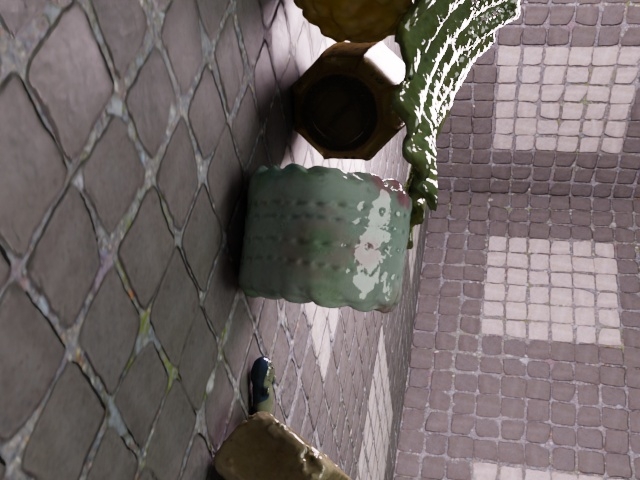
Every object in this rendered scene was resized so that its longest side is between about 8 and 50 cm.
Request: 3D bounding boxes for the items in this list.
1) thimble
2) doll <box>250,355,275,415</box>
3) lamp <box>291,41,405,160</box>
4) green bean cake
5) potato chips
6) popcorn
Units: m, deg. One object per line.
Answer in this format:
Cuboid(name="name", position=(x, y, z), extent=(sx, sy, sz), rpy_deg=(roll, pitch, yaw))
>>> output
Cuboid(name="thimble", position=(0.000, 0.000, 0.854), extent=(0.211, 0.185, 0.149), rpy_deg=(179, -82, -68))
Cuboid(name="doll", position=(-0.069, 0.199, 0.916), extent=(0.037, 0.027, 0.125), rpy_deg=(-50, 142, -70))
Cuboid(name="lamp", position=(0.047, -0.195, 1.046), extent=(0.185, 0.161, 0.161), rpy_deg=(-61, 152, -65))
Cuboid(name="green bean cake", position=(-0.037, 0.259, 0.845), extent=(0.085, 0.109, 0.179), rpy_deg=(-50, 156, -11))
Cuboid(name="potato chips", position=(0.166, -0.199, 0.971), extent=(0.373, 0.097, 0.389), rpy_deg=(74, 37, -69))
Cuboid(name="popcorn", position=(0.051, -0.375, 0.942), extent=(0.250, 0.190, 0.250), rpy_deg=(-3, 90, -77))
